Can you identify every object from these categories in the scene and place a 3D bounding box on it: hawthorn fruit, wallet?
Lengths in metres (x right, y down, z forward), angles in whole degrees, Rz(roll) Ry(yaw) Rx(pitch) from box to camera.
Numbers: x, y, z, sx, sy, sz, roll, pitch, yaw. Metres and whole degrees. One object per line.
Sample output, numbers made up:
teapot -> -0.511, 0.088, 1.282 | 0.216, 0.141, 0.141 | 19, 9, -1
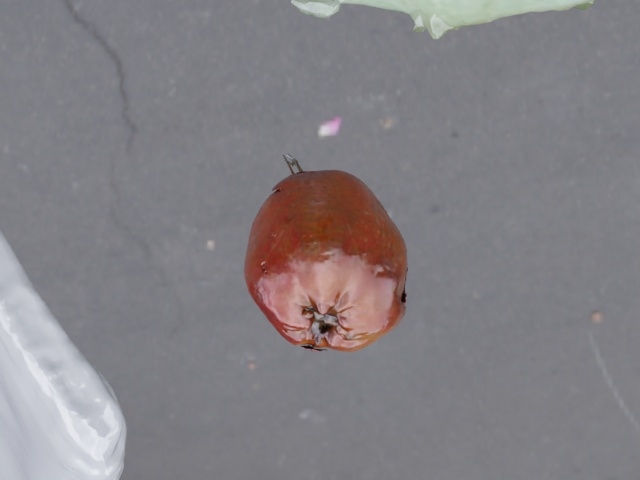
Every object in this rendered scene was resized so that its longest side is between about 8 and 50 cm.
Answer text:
hawthorn fruit -> 0.000, 0.000, 1.700 | 0.211, 0.299, 0.211 | -9, 144, -7
wallet -> -0.125, 0.063, 0.542 | 0.032, 0.124, 0.183 | -32, 167, -27

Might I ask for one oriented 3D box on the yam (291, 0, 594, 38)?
yam -> 0.042, -0.208, 0.355 | 0.195, 0.300, 0.195 | 8, 148, 5
